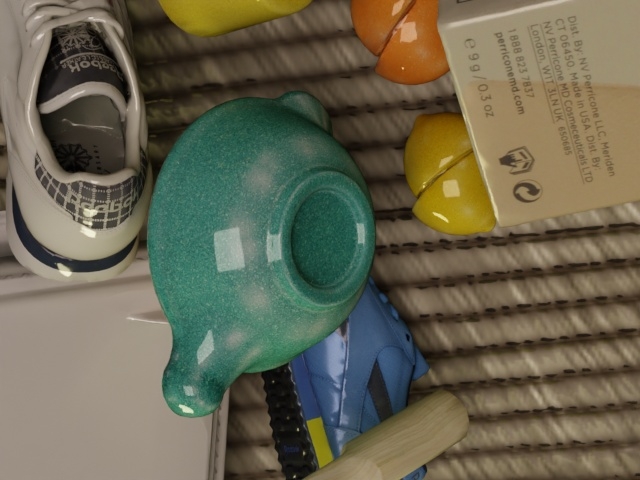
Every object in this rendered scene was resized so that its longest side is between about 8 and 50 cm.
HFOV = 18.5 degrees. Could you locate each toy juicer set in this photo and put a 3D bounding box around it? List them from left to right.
[{"bbox_3d":[0.000,0.000,0.980,0.089,0.209,0.329,2,90,45],"label":"toy juicer set"}]

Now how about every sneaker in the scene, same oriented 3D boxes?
[{"bbox_3d":[-0.126,-0.100,0.970,0.090,0.095,0.235,-10,65,-16],"label":"sneaker"},{"bbox_3d":[0.008,0.040,1.054,0.082,0.069,0.209,-14,94,-20],"label":"sneaker"}]

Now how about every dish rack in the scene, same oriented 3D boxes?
[{"bbox_3d":[-0.160,0.153,1.010,0.072,0.285,0.333,25,116,48],"label":"dish rack"}]

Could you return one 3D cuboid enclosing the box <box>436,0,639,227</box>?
[{"bbox_3d":[0.218,-0.120,0.909,0.311,0.148,0.121,-11,125,14],"label":"box"}]
